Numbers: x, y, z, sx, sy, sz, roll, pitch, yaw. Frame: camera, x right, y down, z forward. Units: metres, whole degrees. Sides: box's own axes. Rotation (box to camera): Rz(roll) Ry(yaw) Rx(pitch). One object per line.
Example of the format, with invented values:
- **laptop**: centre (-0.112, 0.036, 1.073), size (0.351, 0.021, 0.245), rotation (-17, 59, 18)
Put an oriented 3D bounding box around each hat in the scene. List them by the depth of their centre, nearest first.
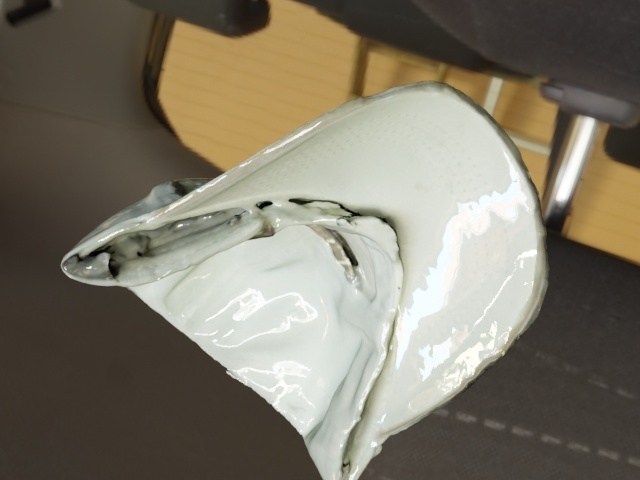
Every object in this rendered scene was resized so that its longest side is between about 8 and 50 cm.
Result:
- **hat**: centre (-0.003, 0.006, 0.662), size (0.258, 0.301, 0.168), rotation (44, -160, -22)
